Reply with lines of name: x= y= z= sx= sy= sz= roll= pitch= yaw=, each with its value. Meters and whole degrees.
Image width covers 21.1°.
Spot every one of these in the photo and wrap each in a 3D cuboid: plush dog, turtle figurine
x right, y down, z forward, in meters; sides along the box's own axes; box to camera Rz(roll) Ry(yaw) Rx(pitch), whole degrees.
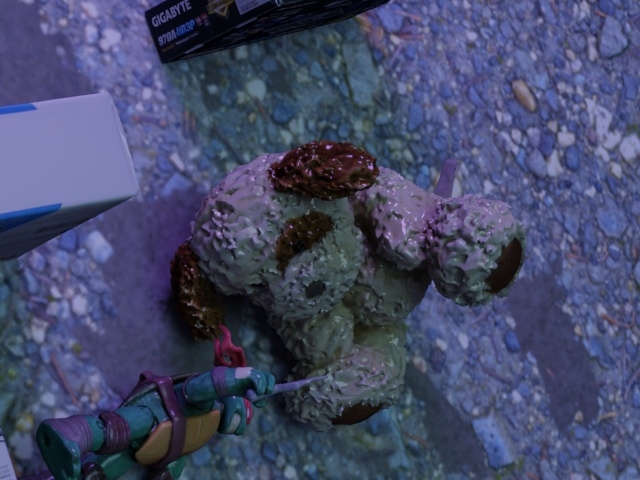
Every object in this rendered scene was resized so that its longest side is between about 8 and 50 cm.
plush dog: x=0.000 y=0.000 z=1.392 sx=0.225 sy=0.262 sz=0.210 roll=20 pitch=34 yaw=-42
turtle figurine: x=-0.113 y=0.156 z=1.317 sx=0.234 sy=0.118 sz=0.175 roll=-13 pitch=128 yaw=-36

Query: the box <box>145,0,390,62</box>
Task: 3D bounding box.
box: x=-0.008 y=-0.212 z=1.437 sx=0.220 sy=0.175 sz=0.051 roll=-19 pitch=92 yaw=-37

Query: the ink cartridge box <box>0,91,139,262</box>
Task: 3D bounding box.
ink cartridge box: x=-0.240 y=-0.033 z=1.215 sx=0.140 sy=0.191 sz=0.082 roll=-12 pitch=85 yaw=-38

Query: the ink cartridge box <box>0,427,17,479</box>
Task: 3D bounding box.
ink cartridge box: x=-0.273 y=0.139 z=1.200 sx=0.063 sy=0.109 sz=0.150 roll=-17 pitch=89 yaw=-39
